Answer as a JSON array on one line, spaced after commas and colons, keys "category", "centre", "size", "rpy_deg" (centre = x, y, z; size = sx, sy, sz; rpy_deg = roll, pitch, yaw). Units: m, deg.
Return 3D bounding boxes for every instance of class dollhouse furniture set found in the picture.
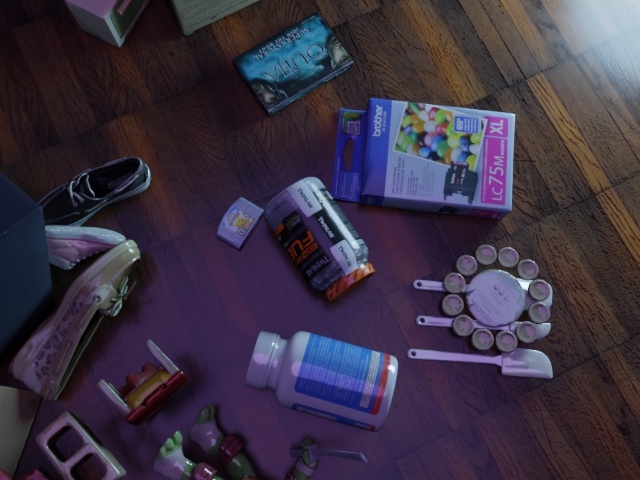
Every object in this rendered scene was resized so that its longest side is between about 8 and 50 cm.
[{"category": "dollhouse furniture set", "centre": [-0.335, 0.338, 0.975], "size": [0.374, 0.201, 0.152], "rpy_deg": [-41, 81, -16]}]

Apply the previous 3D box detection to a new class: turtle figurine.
[{"category": "turtle figurine", "centre": [-0.092, 0.340, 0.964], "size": [0.266, 0.274, 0.197], "rpy_deg": [32, 63, 15]}]

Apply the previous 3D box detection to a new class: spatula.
[{"category": "spatula", "centre": [0.272, 0.140, 1.126], "size": [0.242, 0.019, 0.168], "rpy_deg": [5, 78, 3]}]

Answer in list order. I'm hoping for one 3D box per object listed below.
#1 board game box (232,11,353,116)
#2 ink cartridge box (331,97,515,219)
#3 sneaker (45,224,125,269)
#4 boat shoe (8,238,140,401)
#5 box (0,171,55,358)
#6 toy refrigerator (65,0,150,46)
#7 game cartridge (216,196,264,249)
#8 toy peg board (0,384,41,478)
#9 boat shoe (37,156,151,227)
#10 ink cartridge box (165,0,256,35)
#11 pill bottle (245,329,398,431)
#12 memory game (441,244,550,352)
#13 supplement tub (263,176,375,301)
[{"category": "board game box", "centre": [-0.051, -0.326, 1.218], "size": [0.186, 0.026, 0.126], "rpy_deg": [-33, 79, -9]}, {"category": "ink cartridge box", "centre": [0.181, -0.147, 1.168], "size": [0.312, 0.065, 0.185], "rpy_deg": [6, 76, 1]}, {"category": "sneaker", "centre": [-0.402, 0.015, 1.121], "size": [0.135, 0.051, 0.070], "rpy_deg": [5, 106, -18]}, {"category": "boat shoe", "centre": [-0.377, 0.125, 1.073], "size": [0.089, 0.104, 0.285], "rpy_deg": [38, 89, 2]}, {"category": "box", "centre": [-0.565, -0.004, 0.951], "size": [0.313, 0.343, 0.179], "rpy_deg": [40, 56, 7]}, {"category": "toy refrigerator", "centre": [-0.343, -0.500, 1.212], "size": [0.094, 0.102, 0.269], "rpy_deg": [27, 77, 4]}, {"category": "game cartridge", "centre": [-0.143, -0.032, 1.153], "size": [0.056, 0.017, 0.083], "rpy_deg": [29, 78, 9]}, {"category": "toy peg board", "centre": [-0.533, 0.293, 1.004], "size": [0.079, 0.160, 0.161], "rpy_deg": [11, 76, 21]}, {"category": "boat shoe", "centre": [-0.399, -0.084, 1.129], "size": [0.219, 0.070, 0.077], "rpy_deg": [-29, 79, -8]}, {"category": "ink cartridge box", "centre": [-0.174, -0.493, 1.168], "size": [0.235, 0.193, 0.088], "rpy_deg": [-29, 77, -8]}, {"category": "pill bottle", "centre": [0.000, 0.213, 1.044], "size": [0.222, 0.124, 0.124], "rpy_deg": [16, 77, 1]}, {"category": "memory game", "centre": [0.297, 0.098, 1.119], "size": [0.186, 0.012, 0.186], "rpy_deg": [0, 77, 1]}, {"category": "supplement tub", "centre": [0.000, 0.000, 1.098], "size": [0.117, 0.117, 0.190], "rpy_deg": [-33, 79, -9]}]
